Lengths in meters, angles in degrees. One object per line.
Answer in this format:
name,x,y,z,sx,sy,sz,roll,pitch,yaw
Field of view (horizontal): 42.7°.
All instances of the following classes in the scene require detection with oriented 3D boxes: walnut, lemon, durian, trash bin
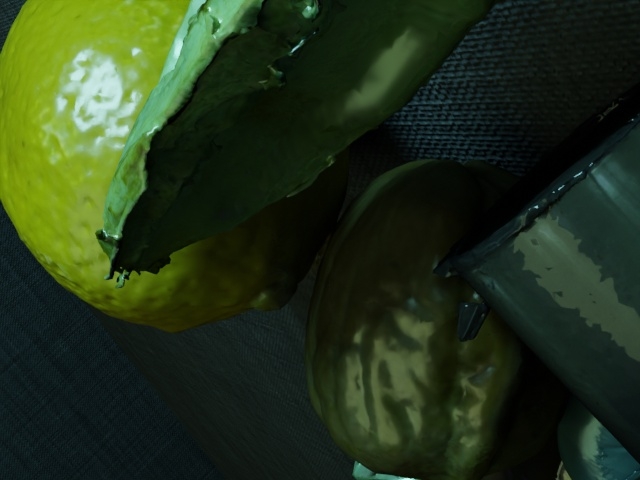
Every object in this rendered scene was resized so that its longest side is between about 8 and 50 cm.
walnut,0.102,0.066,0.697,0.227,0.283,0.283,2,155,-8
lemon,-0.132,-0.089,0.726,0.336,0.336,0.336,37,154,21
durian,-0.009,-0.095,0.459,0.163,0.198,0.394,31,125,-19
trash bin,0.249,0.052,0.476,0.301,0.203,0.252,46,116,4

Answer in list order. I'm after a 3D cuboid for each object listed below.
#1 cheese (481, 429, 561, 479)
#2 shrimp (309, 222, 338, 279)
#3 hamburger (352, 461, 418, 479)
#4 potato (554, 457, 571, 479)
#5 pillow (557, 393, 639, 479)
cheese,0.222,0.234,0.883,0.082,0.163,0.286,-4,143,43
shrimp,-0.002,0.003,0.989,0.132,0.051,0.187,43,159,6
hamburger,0.093,0.227,0.996,0.276,0.150,0.260,60,174,-24
potato,0.328,0.250,0.789,0.200,0.081,0.164,44,121,12
pillow,0.312,0.177,0.668,0.233,0.086,0.214,37,127,18
